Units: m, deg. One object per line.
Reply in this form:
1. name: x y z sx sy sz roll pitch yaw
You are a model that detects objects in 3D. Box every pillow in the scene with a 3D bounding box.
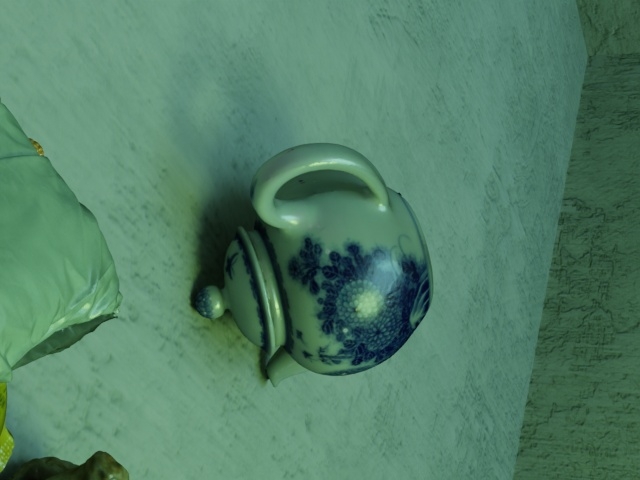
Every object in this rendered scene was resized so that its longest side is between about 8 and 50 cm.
1. pillow: -0.289 -0.015 0.787 0.310 0.138 0.283 57 35 -12

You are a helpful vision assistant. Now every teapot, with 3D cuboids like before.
1. teapot: -0.016 0.044 1.335 0.424 0.280 0.252 92 -19 -49

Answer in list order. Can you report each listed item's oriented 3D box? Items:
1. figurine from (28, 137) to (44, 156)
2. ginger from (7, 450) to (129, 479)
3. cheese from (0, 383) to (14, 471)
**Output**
1. figurine: -0.283 -0.048 0.976 0.109 0.047 0.064 -58 171 -38
2. ginger: -0.210 0.320 0.967 0.130 0.221 0.276 11 89 -55
3. cheese: -0.327 0.099 0.852 0.270 0.069 0.177 58 35 -34
